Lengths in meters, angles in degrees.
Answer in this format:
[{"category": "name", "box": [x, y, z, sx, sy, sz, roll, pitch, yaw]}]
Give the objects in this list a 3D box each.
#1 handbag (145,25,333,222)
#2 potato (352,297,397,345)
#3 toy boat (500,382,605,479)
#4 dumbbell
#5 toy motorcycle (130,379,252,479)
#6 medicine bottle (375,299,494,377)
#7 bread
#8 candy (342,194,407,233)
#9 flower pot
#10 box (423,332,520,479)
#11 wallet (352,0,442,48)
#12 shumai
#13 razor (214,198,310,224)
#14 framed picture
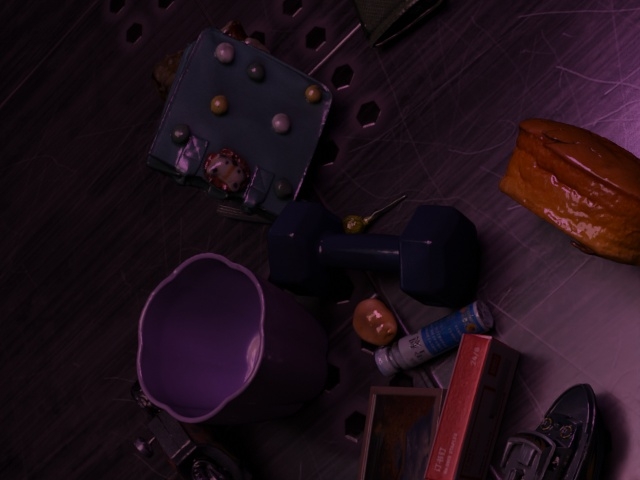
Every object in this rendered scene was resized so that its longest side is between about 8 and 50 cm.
[{"category": "handbag", "box": [-0.126, -0.194, 2.016, 0.100, 0.268, 0.274, -28, 38, 61]}, {"category": "potato", "box": [0.087, 0.131, 1.905, 0.083, 0.062, 0.068, -128, 41, -59]}, {"category": "toy boat", "box": [0.306, 0.331, 1.645, 0.114, 0.122, 0.296, 13, 80, 61]}, {"category": "dumbbell", "box": [0.077, 0.019, 1.878, 0.324, 0.144, 0.160, 2, 42, 34]}, {"category": "toy motorcycle", "box": [-0.207, 0.343, 1.982, 0.108, 0.173, 0.307, -44, 47, 2]}, {"category": "medicine bottle", "box": [0.173, 0.151, 1.842, 0.191, 0.051, 0.051, -28, 60, 25]}, {"category": "bread", "box": [0.375, -0.073, 1.682, 0.269, 0.195, 0.143, 37, 107, 41]}, {"category": "candy", "box": [0.089, -0.045, 1.983, 0.123, 0.035, 0.035, -31, 64, 15]}, {"category": "flower pot", "box": [-0.124, 0.171, 1.930, 0.265, 0.243, 0.265, -10, 72, 32]}, {"category": "box", "box": [0.218, 0.253, 1.733, 0.050, 0.123, 0.229, 12, 82, 33]}, {"category": "wallet", "box": [0.117, -0.458, 2.080, 0.160, 0.055, 0.236, -34, 52, 26]}, {"category": "shumai", "box": [-0.180, -0.272, 2.182, 0.218, 0.189, 0.256, -39, 38, -2]}, {"category": "razor", "box": [-0.102, -0.041, 2.109, 0.191, 0.037, 0.068, 5, 68, 36]}, {"category": "framed picture", "box": [0.114, 0.342, 1.805, 0.184, 0.016, 0.250, -7, 71, 57]}]
